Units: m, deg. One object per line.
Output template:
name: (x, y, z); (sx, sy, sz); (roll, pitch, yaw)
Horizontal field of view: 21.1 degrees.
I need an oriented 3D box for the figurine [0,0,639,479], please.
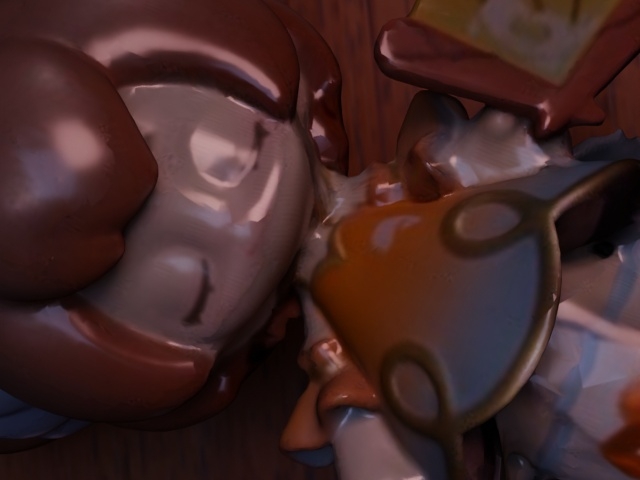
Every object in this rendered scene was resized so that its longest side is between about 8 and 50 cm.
figurine: (0.000, -0.001, 0.691); (0.388, 0.248, 0.277); (19, 87, 5)
